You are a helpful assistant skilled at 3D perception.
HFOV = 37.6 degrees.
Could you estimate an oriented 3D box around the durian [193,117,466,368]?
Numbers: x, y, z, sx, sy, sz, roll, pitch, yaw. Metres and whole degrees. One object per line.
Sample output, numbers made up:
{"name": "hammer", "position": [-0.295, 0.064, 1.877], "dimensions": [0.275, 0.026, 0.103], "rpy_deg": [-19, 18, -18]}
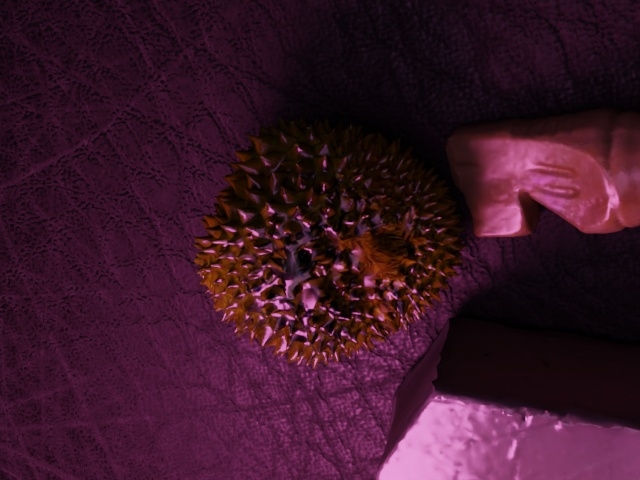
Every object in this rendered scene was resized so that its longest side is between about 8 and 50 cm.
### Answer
{"name": "durian", "position": [-0.001, 0.000, 0.981], "dimensions": [0.291, 0.224, 0.291], "rpy_deg": [3, 106, 13]}

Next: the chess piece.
{"name": "chess piece", "position": [0.273, -0.072, 0.937], "dimensions": [0.300, 0.137, 0.137], "rpy_deg": [0, 110, 32]}

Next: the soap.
{"name": "soap", "position": [0.212, 0.318, 1.038], "dimensions": [0.350, 0.213, 0.435], "rpy_deg": [12, 112, 15]}
